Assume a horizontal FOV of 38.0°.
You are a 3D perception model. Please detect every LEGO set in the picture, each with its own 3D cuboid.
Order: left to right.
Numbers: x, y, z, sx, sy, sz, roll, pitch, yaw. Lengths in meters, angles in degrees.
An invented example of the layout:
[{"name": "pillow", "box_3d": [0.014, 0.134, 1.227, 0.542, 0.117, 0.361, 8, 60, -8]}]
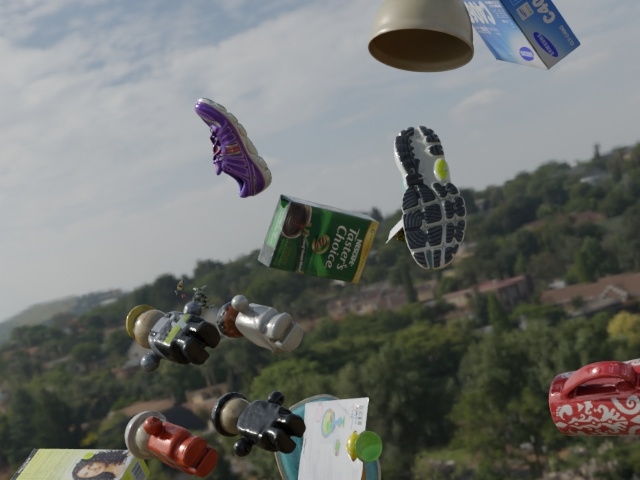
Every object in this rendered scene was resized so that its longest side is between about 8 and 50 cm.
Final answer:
[{"name": "LEGO set", "box_3d": [-0.252, 0.114, 1.861, 0.083, 0.054, 0.023, 13, 14, -4]}]

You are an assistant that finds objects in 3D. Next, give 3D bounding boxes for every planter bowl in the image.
[{"name": "planter bowl", "box_3d": [0.158, -0.339, 1.425, 0.162, 0.109, 0.162, 7, -12, 1]}]

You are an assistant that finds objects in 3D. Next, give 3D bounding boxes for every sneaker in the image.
[{"name": "sneaker", "box_3d": [-0.139, -0.137, 1.391, 0.071, 0.170, 0.068, -37, 15, -12]}, {"name": "sneaker", "box_3d": [0.189, -0.066, 1.593, 0.107, 0.275, 0.110, -6, -31, 4]}]

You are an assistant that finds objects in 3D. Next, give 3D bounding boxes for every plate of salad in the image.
[{"name": "plate of salad", "box_3d": [0.234, -0.053, 2.230, 0.200, 0.048, 0.200, -43, -5, -4]}]

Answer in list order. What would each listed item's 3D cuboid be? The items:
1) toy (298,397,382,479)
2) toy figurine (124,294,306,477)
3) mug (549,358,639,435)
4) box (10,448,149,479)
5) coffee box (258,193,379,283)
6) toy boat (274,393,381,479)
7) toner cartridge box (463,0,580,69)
[{"name": "toy", "box_3d": [0.033, 0.312, 1.397, 0.056, 0.136, 0.237, 11, -15, -17]}, {"name": "toy figurine", "box_3d": [-0.134, 0.174, 1.152, 0.213, 0.209, 0.148, -7, 8, -41]}, {"name": "mug", "box_3d": [0.409, 0.208, 1.300, 0.169, 0.150, 0.113, -17, 22, 45]}, {"name": "box", "box_3d": [-0.418, 0.410, 1.609, 0.232, 0.058, 0.087, -7, 30, 24]}, {"name": "coffee box", "box_3d": [0.000, 0.000, 1.465, 0.184, 0.113, 0.040, 14, 10, -38]}, {"name": "toy boat", "box_3d": [-0.033, 0.464, 1.775, 0.318, 0.267, 0.148, -30, 1, -15]}, {"name": "toner cartridge box", "box_3d": [0.357, -0.415, 1.738, 0.075, 0.165, 0.348, -39, 13, 5]}]
